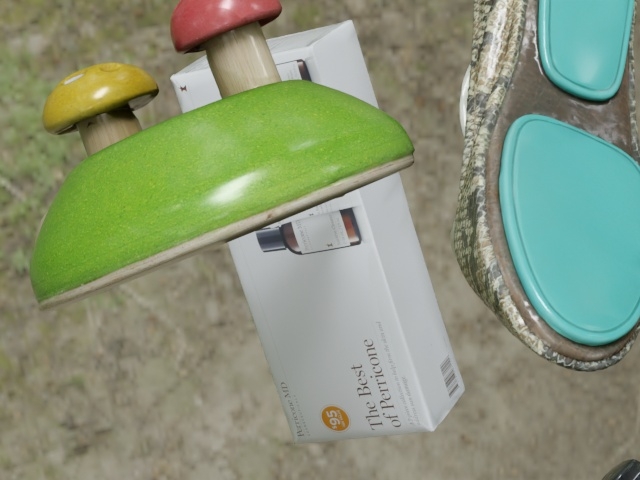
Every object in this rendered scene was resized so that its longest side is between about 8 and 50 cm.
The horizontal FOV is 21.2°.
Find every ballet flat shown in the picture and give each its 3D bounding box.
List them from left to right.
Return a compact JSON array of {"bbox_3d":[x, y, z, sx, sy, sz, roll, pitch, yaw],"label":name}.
[{"bbox_3d":[0.174,-0.077,1.372,0.164,0.182,0.482,20,54,-20],"label":"ballet flat"}]

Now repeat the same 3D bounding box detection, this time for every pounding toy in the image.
[{"bbox_3d":[-0.064,-0.049,0.795,0.183,0.237,0.110,-22,91,-10],"label":"pounding toy"}]

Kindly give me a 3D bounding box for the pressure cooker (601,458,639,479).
[{"bbox_3d":[0.405,0.328,1.398,0.375,0.369,0.420,-26,45,-35],"label":"pressure cooker"}]

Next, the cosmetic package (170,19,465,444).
[{"bbox_3d":[0.000,0.000,1.000,0.099,0.239,0.060,-9,18,31],"label":"cosmetic package"}]
